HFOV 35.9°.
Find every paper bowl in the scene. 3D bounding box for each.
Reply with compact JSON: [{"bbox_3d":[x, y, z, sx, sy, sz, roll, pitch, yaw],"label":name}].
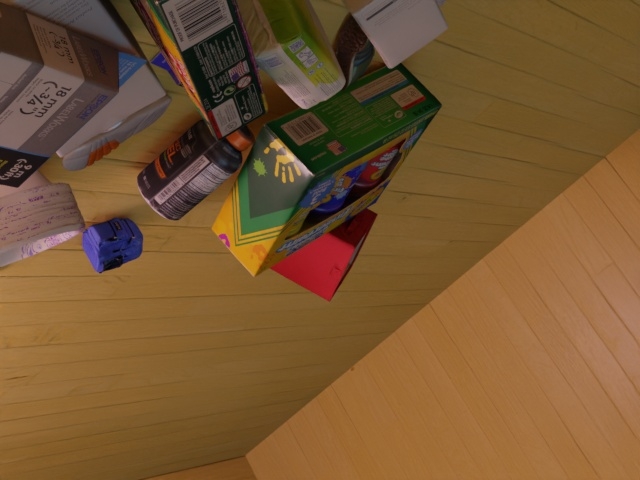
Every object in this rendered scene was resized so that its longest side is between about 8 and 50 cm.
[{"bbox_3d":[-0.584,-0.037,1.789,0.284,0.148,0.284,-22,-179,1],"label":"paper bowl"}]

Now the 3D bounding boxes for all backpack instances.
[{"bbox_3d":[-0.451,0.004,2.179,0.120,0.098,0.101,-17,151,-28],"label":"backpack"}]

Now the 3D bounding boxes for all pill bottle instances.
[{"bbox_3d":[-0.251,-0.161,2.041,0.246,0.130,0.130,-39,157,17],"label":"pill bottle"}]

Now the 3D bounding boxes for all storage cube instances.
[{"bbox_3d":[0.000,0.000,2.469,0.183,0.193,0.215,-54,172,-53],"label":"storage cube"}]

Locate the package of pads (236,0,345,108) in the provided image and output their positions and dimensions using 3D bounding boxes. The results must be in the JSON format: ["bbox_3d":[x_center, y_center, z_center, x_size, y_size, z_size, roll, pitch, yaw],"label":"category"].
[{"bbox_3d":[-0.079,-0.376,1.584,0.101,0.296,0.229,-27,159,12],"label":"package of pads"}]

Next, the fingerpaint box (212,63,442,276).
[{"bbox_3d":[0.016,-0.160,2.204,0.445,0.163,0.371,-31,163,-40],"label":"fingerpaint box"}]

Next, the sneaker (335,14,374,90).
[{"bbox_3d":[0.079,-0.405,2.048,0.086,0.064,0.192,-38,158,-43],"label":"sneaker"}]

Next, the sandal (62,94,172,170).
[{"bbox_3d":[-0.392,-0.218,1.836,0.265,0.076,0.102,-40,177,-39],"label":"sandal"}]

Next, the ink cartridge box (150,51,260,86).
[{"bbox_3d":[-0.177,-0.357,1.837,0.206,0.045,0.208,-40,155,22],"label":"ink cartridge box"}]

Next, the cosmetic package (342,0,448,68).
[{"bbox_3d":[0.091,-0.458,1.720,0.138,0.224,0.225,-34,158,8],"label":"cosmetic package"}]

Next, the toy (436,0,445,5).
[{"bbox_3d":[0.257,-0.575,1.908,0.137,0.056,0.237,4,134,-49],"label":"toy"}]

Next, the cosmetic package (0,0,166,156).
[{"bbox_3d":[-0.412,-0.307,1.505,0.217,0.156,0.385,-30,159,-2],"label":"cosmetic package"}]

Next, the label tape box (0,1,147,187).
[{"bbox_3d":[-0.417,-0.190,1.407,0.240,0.106,0.334,-37,155,23],"label":"label tape box"}]

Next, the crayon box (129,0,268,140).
[{"bbox_3d":[-0.217,-0.362,1.418,0.106,0.313,0.363,-31,158,-7],"label":"crayon box"}]
